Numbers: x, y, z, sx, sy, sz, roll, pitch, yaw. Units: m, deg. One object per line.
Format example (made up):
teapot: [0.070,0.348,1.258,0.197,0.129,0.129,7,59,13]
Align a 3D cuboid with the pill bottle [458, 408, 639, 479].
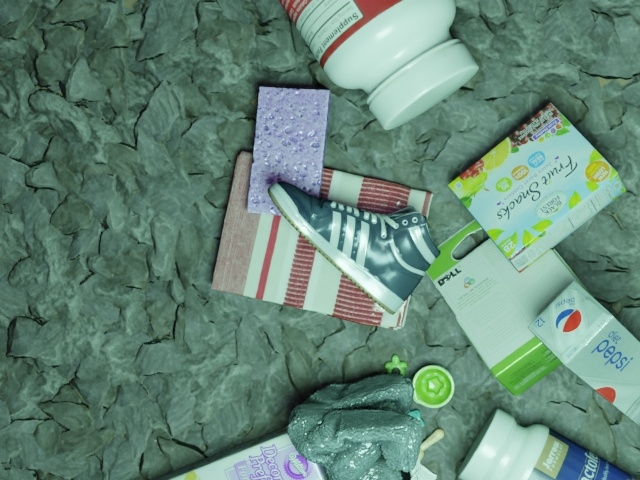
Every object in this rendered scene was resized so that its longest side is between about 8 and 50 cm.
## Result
pill bottle: [0.355,0.377,1.619,0.264,0.153,0.153,29,95,7]

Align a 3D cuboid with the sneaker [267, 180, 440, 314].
sneaker: [0.061,-0.030,1.644,0.282,0.099,0.153,42,95,-11]

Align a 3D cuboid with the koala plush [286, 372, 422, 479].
koala plush: [0.060,0.348,1.627,0.203,0.196,0.221,-8,111,3]

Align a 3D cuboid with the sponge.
sponge: [-0.051,-0.143,1.711,0.117,0.031,0.210,5,89,6]

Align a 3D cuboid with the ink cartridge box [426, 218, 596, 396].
ink cartridge box: [0.301,0.083,1.665,0.188,0.097,0.255,-37,51,8]

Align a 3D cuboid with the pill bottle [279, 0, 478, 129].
pill bottle: [0.060,-0.385,1.623,0.229,0.229,0.408,-33,86,8]

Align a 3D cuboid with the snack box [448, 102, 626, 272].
snack box: [0.332,-0.082,1.628,0.207,0.070,0.174,-39,55,8]

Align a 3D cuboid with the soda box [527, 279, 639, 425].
soda box: [0.421,0.170,1.547,0.098,0.286,0.091,-47,46,6]

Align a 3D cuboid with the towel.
towel: [0.000,0.000,1.734,0.328,0.037,0.237,12,90,7]

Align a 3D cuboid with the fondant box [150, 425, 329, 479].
fondant box: [-0.125,0.464,1.724,0.330,0.096,0.238,-23,87,7]

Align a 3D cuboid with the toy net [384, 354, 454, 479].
toy net: [0.142,0.309,1.706,0.122,0.045,0.232,10,92,8]
